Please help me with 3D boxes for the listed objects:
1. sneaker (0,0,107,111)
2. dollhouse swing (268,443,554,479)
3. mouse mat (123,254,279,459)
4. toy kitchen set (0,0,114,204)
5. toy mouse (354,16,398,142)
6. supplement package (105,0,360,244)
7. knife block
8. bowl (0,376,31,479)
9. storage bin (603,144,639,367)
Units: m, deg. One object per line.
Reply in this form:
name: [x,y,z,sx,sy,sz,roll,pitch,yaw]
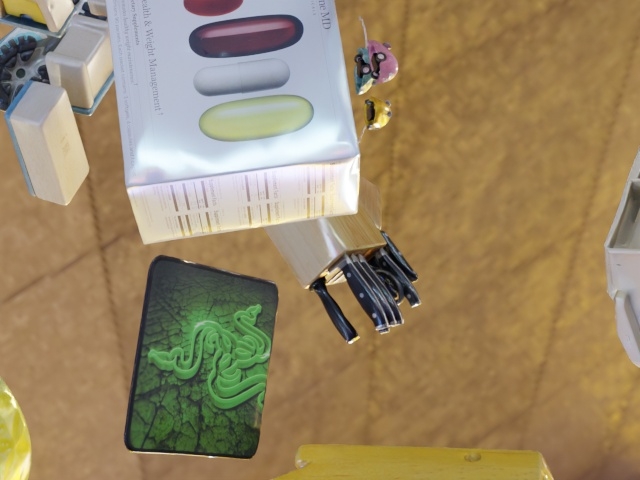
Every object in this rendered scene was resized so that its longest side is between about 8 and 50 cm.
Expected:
sneaker: [-0.328,-0.280,2.068,0.283,0.122,0.110,-38,113,-9]
dollhouse swing: [0.097,0.395,1.364,0.347,0.315,0.305,-73,161,-61]
mouse mat: [-0.091,0.097,1.293,0.190,0.007,0.152,16,80,-60]
toy kitchen set: [-0.291,-0.166,1.634,0.122,0.166,0.207,82,29,-50]
toy mouse: [0.071,-0.214,2.034,0.031,0.143,0.161,-4,167,-14]
supplement package: [-0.078,-0.122,1.458,0.203,0.194,0.149,-8,161,-3]
knife block: [0.000,0.000,2.024,0.276,0.242,0.088,33,123,-23]
bowl: [-0.383,0.186,1.235,0.156,0.289,0.289,-72,-172,-50]
storage bin: [0.348,-0.028,1.078,0.123,0.260,0.262,76,32,-48]
